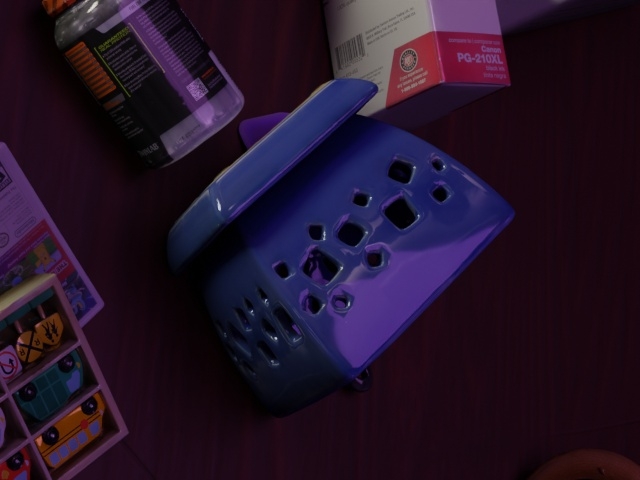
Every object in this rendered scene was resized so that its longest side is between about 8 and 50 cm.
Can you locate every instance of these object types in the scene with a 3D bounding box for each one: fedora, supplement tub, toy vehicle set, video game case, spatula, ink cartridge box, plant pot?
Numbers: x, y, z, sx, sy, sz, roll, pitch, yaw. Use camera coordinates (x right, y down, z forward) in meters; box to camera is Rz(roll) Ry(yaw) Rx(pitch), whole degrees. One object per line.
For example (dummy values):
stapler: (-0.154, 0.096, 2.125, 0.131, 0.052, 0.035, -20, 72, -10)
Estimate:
fedora: (0.289, 0.316, 1.815, 0.079, 0.194, 0.194, 30, 54, -66)
supplement tub: (-0.168, -0.171, 1.626, 0.117, 0.117, 0.190, -43, 104, -36)
toy vehicle set: (-0.296, 0.164, 1.461, 0.267, 0.035, 0.166, -37, 114, -35)
video game case: (-0.300, 0.045, 1.506, 0.201, 0.023, 0.183, -46, 118, -36)
spatula: (-0.001, 0.011, 1.747, 0.084, 0.030, 0.296, -16, 87, -31)
ink cartridge box: (0.089, -0.249, 1.796, 0.100, 0.172, 0.237, -2, 78, -36)
plant pot: (0.000, 0.000, 1.610, 0.236, 0.236, 0.212, -43, 92, -23)

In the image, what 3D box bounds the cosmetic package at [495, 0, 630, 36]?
cosmetic package: (0.350, -0.449, 1.878, 0.327, 0.393, 0.329, -17, 86, -47)
